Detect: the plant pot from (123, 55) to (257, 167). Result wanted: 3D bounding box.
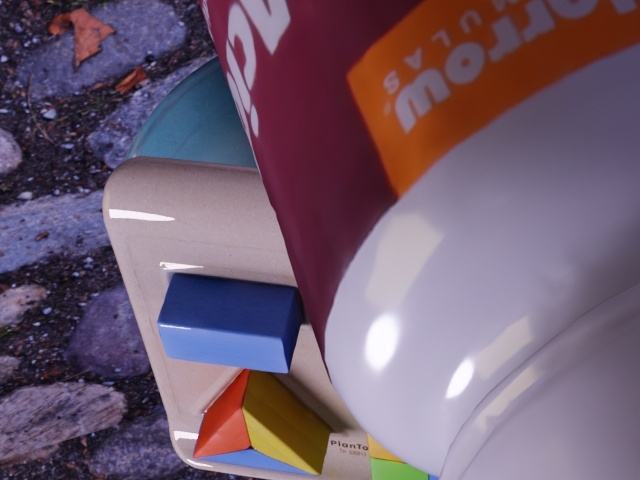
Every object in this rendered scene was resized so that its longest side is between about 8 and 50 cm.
[{"bbox_3d":[0.000,0.000,1.320,0.255,0.271,0.272,49,159,38],"label":"plant pot"}]

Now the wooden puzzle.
[{"bbox_3d":[0.011,0.097,1.128,0.348,0.322,0.080,84,-163,-48],"label":"wooden puzzle"}]

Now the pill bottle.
[{"bbox_3d":[0.084,-0.054,0.529,0.224,0.224,0.392,83,168,-54],"label":"pill bottle"}]
